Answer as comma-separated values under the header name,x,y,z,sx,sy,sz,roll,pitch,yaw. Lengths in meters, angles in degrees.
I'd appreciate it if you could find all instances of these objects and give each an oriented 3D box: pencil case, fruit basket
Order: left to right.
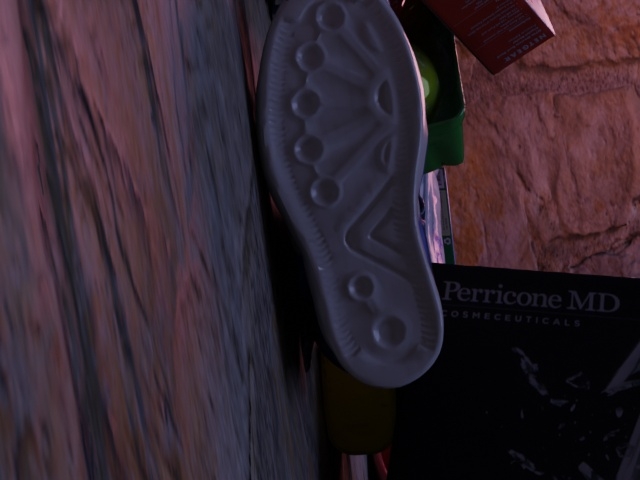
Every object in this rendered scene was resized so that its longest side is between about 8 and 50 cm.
name,x,y,z,sx,sy,sz,roll,pitch,yaw
fruit basket,0.039,-0.237,1.578,0.353,0.165,0.327,51,27,-48
pencil case,0.126,0.000,2.150,0.124,0.113,0.273,114,-23,-54

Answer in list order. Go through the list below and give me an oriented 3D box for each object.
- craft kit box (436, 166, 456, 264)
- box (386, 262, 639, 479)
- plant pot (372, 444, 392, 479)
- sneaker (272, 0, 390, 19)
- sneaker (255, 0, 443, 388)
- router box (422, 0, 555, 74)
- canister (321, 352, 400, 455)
name,x,y,z,sx,sy,sz,roll,pitch,yaw
craft kit box,0.158,0.040,2.383,0.246,0.061,0.250,113,-26,-70
box,0.296,0.303,1.295,0.297,0.480,0.472,78,19,-55
plant pot,0.188,0.323,1.845,0.275,0.275,0.243,-90,-178,-46
sneaker,-0.008,-0.312,1.226,0.315,0.127,0.182,87,-4,-63
sneaker,0.018,-0.047,1.199,0.236,0.130,0.323,-126,-155,-82
router box,0.097,-0.380,1.558,0.301,0.082,0.335,39,27,-44
canister,0.045,0.134,1.421,0.170,0.073,0.126,-1,87,-83
